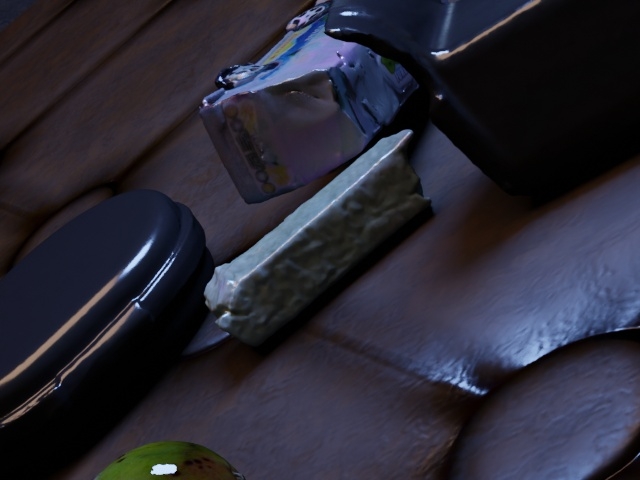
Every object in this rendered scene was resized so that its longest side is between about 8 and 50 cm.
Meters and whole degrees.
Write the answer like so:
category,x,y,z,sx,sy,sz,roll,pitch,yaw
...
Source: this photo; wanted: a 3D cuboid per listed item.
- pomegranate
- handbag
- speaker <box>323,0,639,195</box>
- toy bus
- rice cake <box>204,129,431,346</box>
category,x,y,z,sx,sy,sz,roll,pitch,yaw
pomegranate,-0.089,0.184,1.023,0.130,0.130,0.130,-32,22,15
handbag,-0.218,0.083,1.460,0.308,0.093,0.254,-45,24,-17
speaker,0.216,-0.191,1.196,0.388,0.184,0.180,-29,23,20
toy bus,0.018,-0.140,1.458,0.138,0.112,0.317,-19,18,27
rice cake,-0.001,0.000,1.318,0.206,0.063,0.069,-40,15,-8
